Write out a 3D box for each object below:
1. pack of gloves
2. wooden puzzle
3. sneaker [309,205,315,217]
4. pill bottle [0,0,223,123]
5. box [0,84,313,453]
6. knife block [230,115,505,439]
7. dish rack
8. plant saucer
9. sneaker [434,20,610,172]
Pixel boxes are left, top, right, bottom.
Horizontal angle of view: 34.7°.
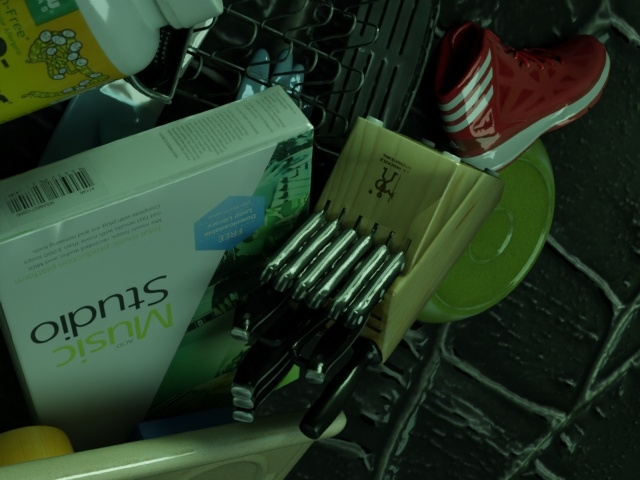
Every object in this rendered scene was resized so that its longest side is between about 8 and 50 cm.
[{"bbox_3d":[-0.107,-0.064,0.797,0.195,0.046,0.232,22,99,-34],"label":"pack of gloves"},{"bbox_3d":[-0.188,0.226,0.837,0.322,0.081,0.348,-3,145,-38],"label":"wooden puzzle"},{"bbox_3d":[0.000,0.000,0.928,0.192,0.086,0.064,8,100,-10],"label":"sneaker"},{"bbox_3d":[-0.170,-0.141,0.617,0.208,0.118,0.118,-19,131,6],"label":"pill bottle"},{"bbox_3d":[-0.122,0.048,0.781,0.232,0.058,0.322,-22,146,-20],"label":"box"},{"bbox_3d":[0.035,0.033,0.806,0.242,0.088,0.275,-65,162,9],"label":"knife block"},{"bbox_3d":[-0.014,-0.174,0.773,0.271,0.074,0.208,18,92,-34],"label":"dish rack"},{"bbox_3d":[0.170,-0.012,1.083,0.241,0.037,0.241,-20,126,-30],"label":"plant saucer"},{"bbox_3d":[0.195,-0.169,0.981,0.221,0.087,0.128,-43,126,-28],"label":"sneaker"}]
